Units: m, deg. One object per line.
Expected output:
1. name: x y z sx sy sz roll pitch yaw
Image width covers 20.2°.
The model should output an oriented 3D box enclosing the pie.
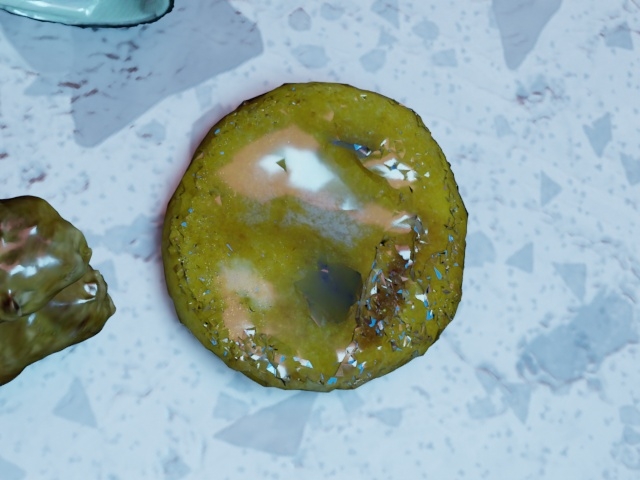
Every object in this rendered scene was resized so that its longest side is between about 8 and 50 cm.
1. pie: 0.000 0.000 1.427 0.273 0.069 0.273 4 72 -13

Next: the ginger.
1. ginger: -0.305 0.000 1.238 0.357 0.274 0.152 36 44 -38

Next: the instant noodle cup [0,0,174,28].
1. instant noodle cup: -0.184 -0.343 1.408 0.284 0.284 0.312 11 76 -12
